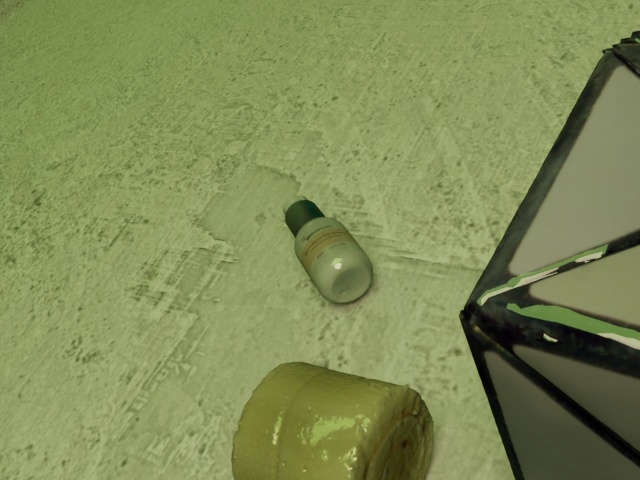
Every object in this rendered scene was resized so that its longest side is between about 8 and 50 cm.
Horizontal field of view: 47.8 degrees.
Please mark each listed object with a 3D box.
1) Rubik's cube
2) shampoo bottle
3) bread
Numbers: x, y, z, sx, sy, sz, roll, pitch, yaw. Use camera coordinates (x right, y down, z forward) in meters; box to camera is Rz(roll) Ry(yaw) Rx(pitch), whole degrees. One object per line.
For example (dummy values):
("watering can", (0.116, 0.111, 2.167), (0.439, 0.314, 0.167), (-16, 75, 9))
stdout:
("Rubik's cube", (0.319, 0.062, 0.510), (0.310, 0.307, 0.305), (14, 54, 35))
("shampoo bottle", (0.000, 0.000, 0.920), (0.074, 0.074, 0.192), (-30, 41, -3))
("bread", (0.012, 0.196, 0.672), (0.141, 0.134, 0.148), (8, 65, 34))
